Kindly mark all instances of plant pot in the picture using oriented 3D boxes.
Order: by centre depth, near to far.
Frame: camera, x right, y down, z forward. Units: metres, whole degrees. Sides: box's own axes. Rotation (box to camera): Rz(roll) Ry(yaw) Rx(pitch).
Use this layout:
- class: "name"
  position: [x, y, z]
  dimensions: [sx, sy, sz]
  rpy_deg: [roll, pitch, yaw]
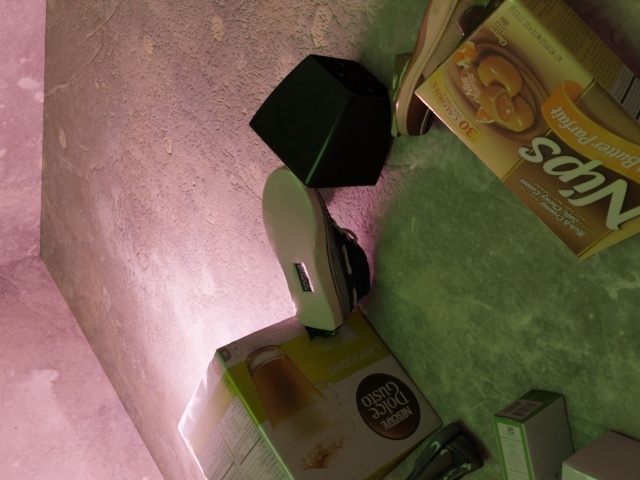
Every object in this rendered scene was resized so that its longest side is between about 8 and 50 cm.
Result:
- class: "plant pot"
  position: [0.024, -0.214, 1.162]
  dimensions: [0.187, 0.188, 0.167]
  rpy_deg: [49, 124, 28]

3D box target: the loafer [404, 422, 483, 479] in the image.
- class: "loafer"
  position: [0.211, 0.473, 1.274]
  dimensions: [0.095, 0.109, 0.302]
  rpy_deg: [43, 132, 27]

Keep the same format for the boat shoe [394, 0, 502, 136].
- class: "boat shoe"
  position: [0.196, -0.253, 0.946]
  dimensions: [0.123, 0.123, 0.342]
  rpy_deg: [25, 148, 7]

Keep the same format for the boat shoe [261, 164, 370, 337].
- class: "boat shoe"
  position: [0.000, 0.000, 1.256]
  dimensions: [0.127, 0.158, 0.340]
  rpy_deg: [7, 120, 34]

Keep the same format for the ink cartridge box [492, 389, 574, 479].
- class: "ink cartridge box"
  position: [0.342, 0.354, 1.045]
  dimensions: [0.062, 0.109, 0.209]
  rpy_deg: [-3, 103, 53]

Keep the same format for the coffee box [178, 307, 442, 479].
- class: "coffee box"
  position: [-0.033, 0.374, 1.344]
  dimensions: [0.334, 0.338, 0.338]
  rpy_deg: [53, 139, 22]

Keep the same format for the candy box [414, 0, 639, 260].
- class: "candy box"
  position: [0.292, -0.139, 0.815]
  dimensions: [0.316, 0.087, 0.183]
  rpy_deg: [43, 142, -5]

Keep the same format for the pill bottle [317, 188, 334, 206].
- class: "pill bottle"
  position: [-0.041, -0.075, 1.369]
  dimensions: [0.152, 0.086, 0.086]
  rpy_deg: [-43, 70, 51]

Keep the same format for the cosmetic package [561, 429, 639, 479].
- class: "cosmetic package"
  position: [0.452, 0.415, 0.896]
  dimensions: [0.225, 0.138, 0.224]
  rpy_deg: [14, 111, 47]

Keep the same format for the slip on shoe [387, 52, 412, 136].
- class: "slip on shoe"
  position: [0.131, -0.239, 1.101]
  dimensions: [0.041, 0.051, 0.135]
  rpy_deg: [22, 120, 25]
